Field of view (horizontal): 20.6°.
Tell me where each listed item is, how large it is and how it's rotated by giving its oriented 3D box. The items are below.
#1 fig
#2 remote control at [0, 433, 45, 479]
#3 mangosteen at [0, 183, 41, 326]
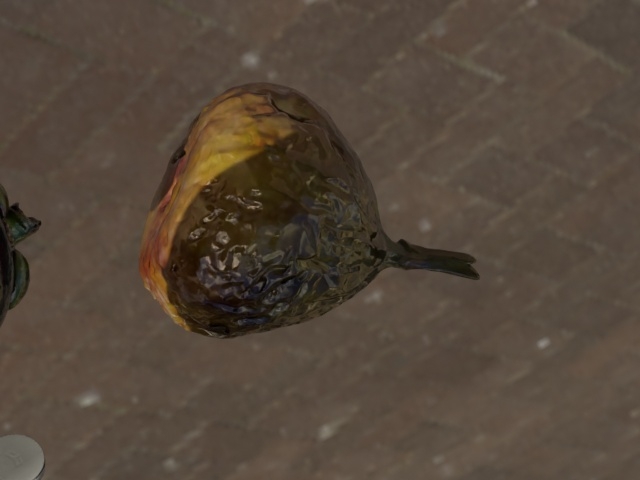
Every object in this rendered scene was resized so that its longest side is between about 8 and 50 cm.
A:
[{"bbox_3d":[0.000,0.000,1.898,0.369,0.286,0.286,18,139,-6],"label":"fig"},{"bbox_3d":[-0.432,0.311,2.089,0.245,0.077,0.022,-34,154,-31],"label":"remote control"},{"bbox_3d":[-0.375,0.011,1.642,0.216,0.216,0.216,-20,151,-12],"label":"mangosteen"}]
